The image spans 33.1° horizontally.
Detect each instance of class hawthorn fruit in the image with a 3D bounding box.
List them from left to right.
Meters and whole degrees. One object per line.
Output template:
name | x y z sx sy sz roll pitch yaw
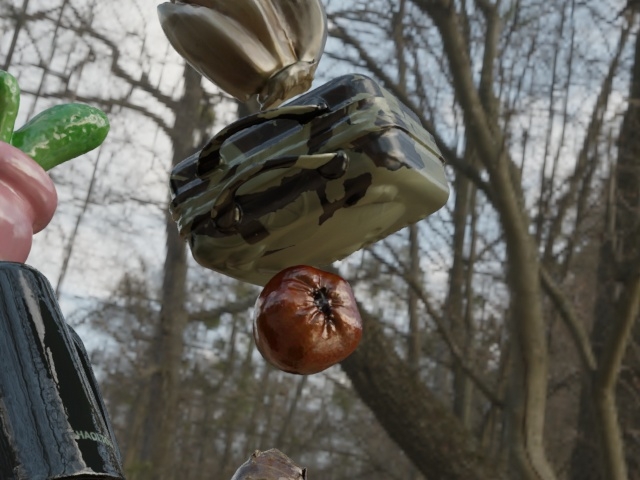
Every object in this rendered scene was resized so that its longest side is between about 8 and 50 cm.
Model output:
hawthorn fruit | -0.025 0.100 1.301 0.132 0.133 0.138 16 -36 -17

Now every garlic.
garlic | -0.116 -0.373 1.844 0.325 0.279 0.132 51 -39 11

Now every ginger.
ginger | -0.131 0.614 2.155 0.176 0.418 0.254 18 -54 -10

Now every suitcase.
suitcase | -0.025 -0.068 1.448 0.351 0.194 0.339 -26 -20 17

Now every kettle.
kettle | -0.343 0.194 1.293 0.262 0.308 0.203 0 -38 -38

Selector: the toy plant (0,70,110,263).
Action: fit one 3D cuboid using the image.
toy plant | -0.509 -0.105 1.586 0.317 0.356 0.211 12 -30 1
